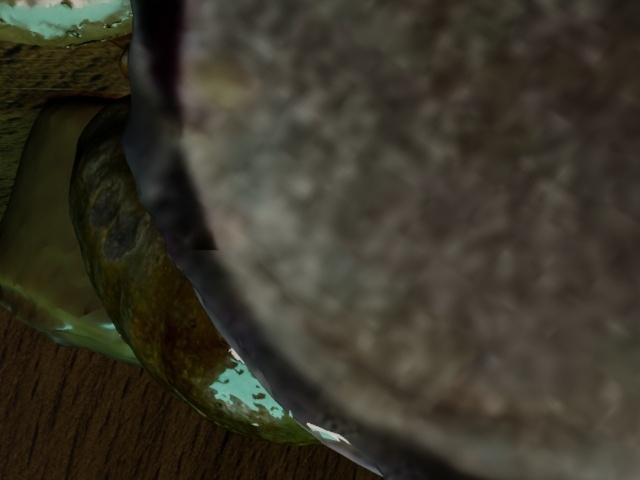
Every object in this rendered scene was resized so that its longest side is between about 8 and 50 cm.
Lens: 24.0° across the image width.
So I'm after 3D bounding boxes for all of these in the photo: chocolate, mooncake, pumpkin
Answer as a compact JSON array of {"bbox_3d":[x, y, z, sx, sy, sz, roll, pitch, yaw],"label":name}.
[{"bbox_3d":[0.100,-0.056,0.577,0.303,0.303,0.213,12,-177,14],"label":"chocolate"},{"bbox_3d":[-0.139,0.021,1.572,0.394,0.246,0.393,20,177,-14],"label":"mooncake"},{"bbox_3d":[0.000,0.000,0.928,0.324,0.232,0.242,-15,136,9],"label":"pumpkin"}]

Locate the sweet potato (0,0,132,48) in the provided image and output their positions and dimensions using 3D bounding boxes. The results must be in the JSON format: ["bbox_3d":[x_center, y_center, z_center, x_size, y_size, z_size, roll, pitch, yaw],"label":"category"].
[{"bbox_3d":[-0.192,-0.168,0.834,0.310,0.098,0.124,13,157,-7],"label":"sweet potato"}]

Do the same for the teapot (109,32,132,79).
[{"bbox_3d":[-0.106,-0.139,0.948,0.098,0.078,0.129,17,171,-20],"label":"teapot"}]
